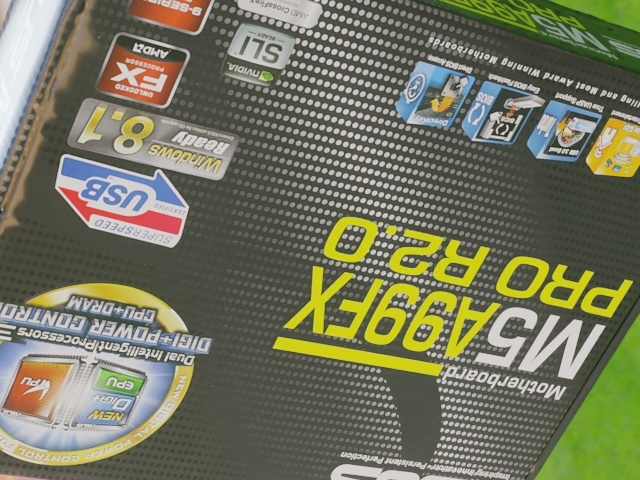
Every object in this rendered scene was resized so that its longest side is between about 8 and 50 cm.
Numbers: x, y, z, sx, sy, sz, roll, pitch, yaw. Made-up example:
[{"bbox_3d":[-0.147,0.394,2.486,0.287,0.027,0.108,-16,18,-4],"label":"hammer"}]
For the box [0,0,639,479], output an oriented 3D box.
[{"bbox_3d":[0.000,0.000,0.552,0.216,0.270,0.060,-63,32,23],"label":"box"}]
